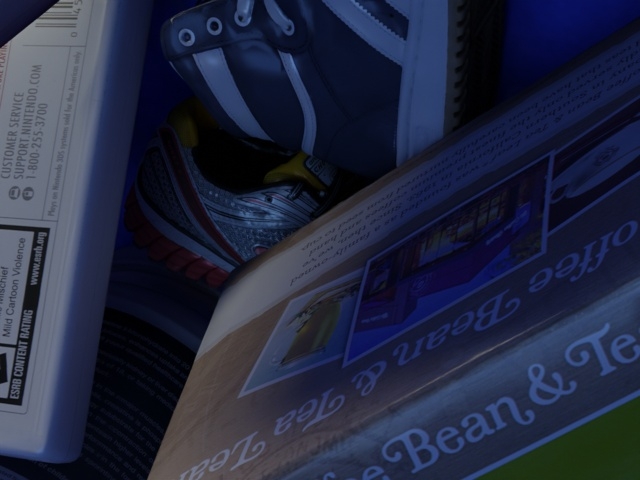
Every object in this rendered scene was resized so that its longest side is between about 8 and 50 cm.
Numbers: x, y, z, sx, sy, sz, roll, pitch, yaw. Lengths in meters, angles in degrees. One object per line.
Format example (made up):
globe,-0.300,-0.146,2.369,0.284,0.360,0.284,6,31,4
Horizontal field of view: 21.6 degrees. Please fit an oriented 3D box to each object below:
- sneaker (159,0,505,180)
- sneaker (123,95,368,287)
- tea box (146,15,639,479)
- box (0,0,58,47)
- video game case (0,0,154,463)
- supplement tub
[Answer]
sneaker,0.008,-0.149,0.776,0.153,0.099,0.282,15,129,17
sneaker,0.000,0.000,0.885,0.225,0.088,0.093,26,127,10
tea box,0.155,0.106,0.725,0.329,0.220,0.323,-31,112,27
box,-0.115,-0.236,0.624,0.182,0.296,0.294,39,142,3
video game case,-0.227,-0.066,0.868,0.300,0.036,0.329,4,81,26
supplement tub,-0.135,0.144,0.927,0.191,0.272,0.191,15,129,19
